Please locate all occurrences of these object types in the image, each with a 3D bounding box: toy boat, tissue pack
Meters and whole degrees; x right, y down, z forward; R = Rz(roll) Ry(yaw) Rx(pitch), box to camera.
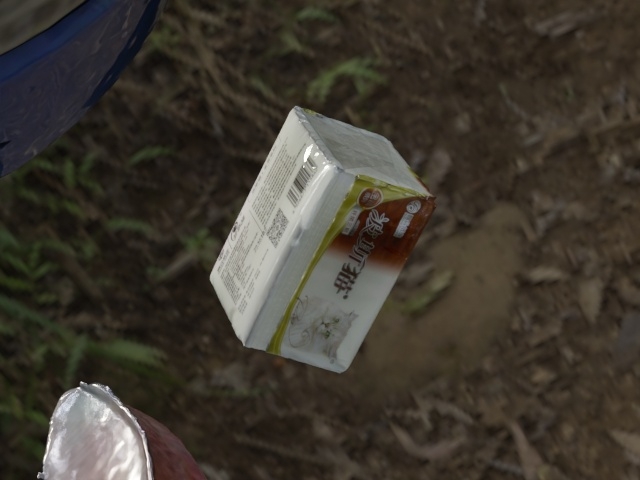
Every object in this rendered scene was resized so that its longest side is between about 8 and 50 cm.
[{"bbox_3d":[-0.070,0.213,1.184,0.096,0.282,0.206,-42,39,5],"label":"toy boat"},{"bbox_3d":[0.000,0.000,1.278,0.149,0.099,0.106,-62,29,19],"label":"tissue pack"}]

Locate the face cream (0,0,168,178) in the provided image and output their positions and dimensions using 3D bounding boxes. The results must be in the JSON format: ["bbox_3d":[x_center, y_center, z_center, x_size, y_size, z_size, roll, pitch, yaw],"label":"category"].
[{"bbox_3d":[-0.126,-0.144,0.357,0.249,0.225,0.249,4,72,-13],"label":"face cream"}]
